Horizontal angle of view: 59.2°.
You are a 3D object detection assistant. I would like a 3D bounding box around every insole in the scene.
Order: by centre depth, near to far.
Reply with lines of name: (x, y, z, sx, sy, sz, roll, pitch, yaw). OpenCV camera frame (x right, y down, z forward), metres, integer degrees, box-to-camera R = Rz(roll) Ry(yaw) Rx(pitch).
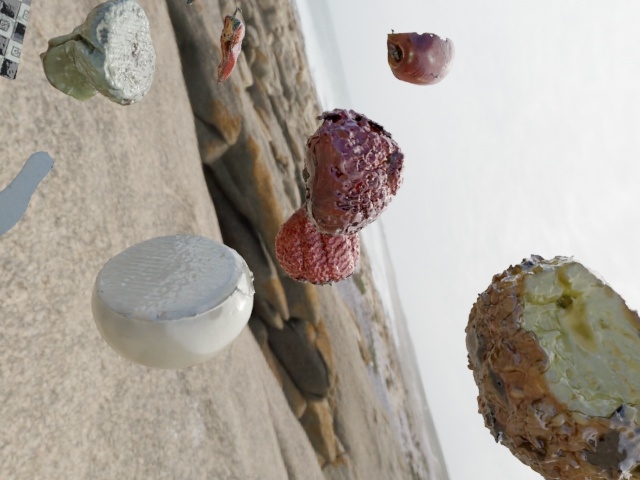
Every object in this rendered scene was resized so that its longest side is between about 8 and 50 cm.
insole: (-0.585, -0.094, 1.094, 0.004, 0.065, 0.197, 109, 3, -67)

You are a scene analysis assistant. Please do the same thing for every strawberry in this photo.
strawberry: (0.073, -0.148, 1.212, 0.274, 0.220, 0.274, -3, 90, -85)
strawberry: (0.000, 0.000, 1.712, 0.250, 0.238, 0.289, -54, 153, -46)

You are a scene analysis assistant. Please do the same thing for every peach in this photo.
peach: (0.337, -0.565, 1.779, 0.267, 0.158, 0.154, -7, 109, -48)

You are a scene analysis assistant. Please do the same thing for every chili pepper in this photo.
chili pepper: (-0.192, -0.418, 1.215, 0.059, 0.050, 0.268, 63, -22, 10)

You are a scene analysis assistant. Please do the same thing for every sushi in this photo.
sushi: (-0.739, -0.482, 1.217, 0.192, 0.050, 0.215, 5, 103, -62)

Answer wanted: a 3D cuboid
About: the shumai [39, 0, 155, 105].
shumai: (-0.641, -0.527, 1.589, 0.309, 0.263, 0.304, 47, 43, -76)

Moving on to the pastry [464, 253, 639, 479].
pastry: (0.405, 0.241, 0.965, 0.338, 0.292, 0.405, 88, -18, -52)

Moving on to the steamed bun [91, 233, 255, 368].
steamed bun: (-0.344, 0.158, 1.345, 0.375, 0.374, 0.242, -93, -175, -56)

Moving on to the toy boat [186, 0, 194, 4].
toy boat: (-0.339, -0.607, 1.269, 0.185, 0.075, 0.077, 35, 62, -49)
